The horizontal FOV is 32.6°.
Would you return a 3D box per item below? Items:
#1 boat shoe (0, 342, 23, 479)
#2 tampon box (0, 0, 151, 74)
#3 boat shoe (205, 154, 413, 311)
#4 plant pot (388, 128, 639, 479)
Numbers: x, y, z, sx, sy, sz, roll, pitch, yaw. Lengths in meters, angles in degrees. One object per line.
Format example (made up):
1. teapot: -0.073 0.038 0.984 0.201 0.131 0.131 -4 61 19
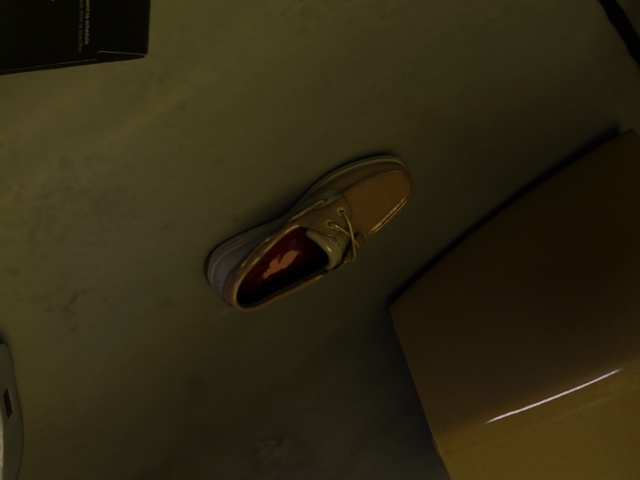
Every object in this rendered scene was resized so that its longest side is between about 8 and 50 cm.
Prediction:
1. boat shoe: -0.191 0.101 0.616 0.035 0.035 0.100 4 119 6
2. tampon box: -0.151 -0.141 0.426 0.101 0.161 0.120 -15 120 -42
3. boat shoe: 0.000 0.000 0.633 0.135 0.045 0.050 -34 121 -4
4. plant pot: 0.160 0.095 0.657 0.187 0.212 0.212 -22 121 3
